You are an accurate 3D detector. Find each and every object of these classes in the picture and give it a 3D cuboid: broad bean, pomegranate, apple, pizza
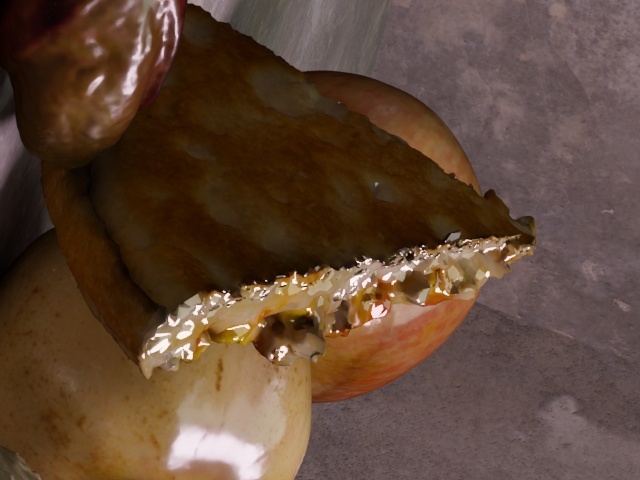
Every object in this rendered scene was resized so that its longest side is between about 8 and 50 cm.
[{"bbox_3d":[-0.157,-0.157,1.346,0.156,0.122,0.228,-105,-147,-51],"label":"broad bean"},{"bbox_3d":[-0.146,0.132,1.627,0.319,0.319,0.319,21,90,-85],"label":"pomegranate"},{"bbox_3d":[0.000,0.000,2.271,0.346,0.391,0.391,-47,161,-41],"label":"apple"},{"bbox_3d":[-0.018,-0.009,1.523,0.440,0.406,0.130,-100,-148,-52],"label":"pizza"}]

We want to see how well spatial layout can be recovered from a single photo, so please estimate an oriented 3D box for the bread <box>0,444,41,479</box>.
[{"bbox_3d":[-0.266,0.275,1.306,0.305,0.159,0.305,-48,-161,23],"label":"bread"}]
